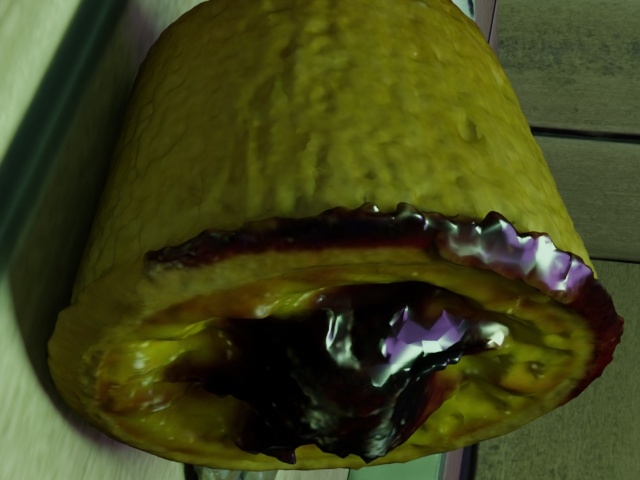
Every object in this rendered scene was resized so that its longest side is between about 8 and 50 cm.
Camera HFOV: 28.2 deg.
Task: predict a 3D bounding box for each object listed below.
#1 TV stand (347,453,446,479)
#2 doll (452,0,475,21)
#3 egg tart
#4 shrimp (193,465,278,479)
[{"bbox_3d":[0.088,0.196,1.296,0.083,0.088,0.270,84,16,-46],"label":"TV stand"},{"bbox_3d":[0.025,-0.080,0.767,0.278,0.119,0.154,-69,149,-48],"label":"doll"},{"bbox_3d":[0.000,0.000,0.503,0.215,0.215,0.171,77,6,-59],"label":"egg tart"},{"bbox_3d":[-0.044,0.089,0.691,0.223,0.047,0.126,78,30,-61],"label":"shrimp"}]
